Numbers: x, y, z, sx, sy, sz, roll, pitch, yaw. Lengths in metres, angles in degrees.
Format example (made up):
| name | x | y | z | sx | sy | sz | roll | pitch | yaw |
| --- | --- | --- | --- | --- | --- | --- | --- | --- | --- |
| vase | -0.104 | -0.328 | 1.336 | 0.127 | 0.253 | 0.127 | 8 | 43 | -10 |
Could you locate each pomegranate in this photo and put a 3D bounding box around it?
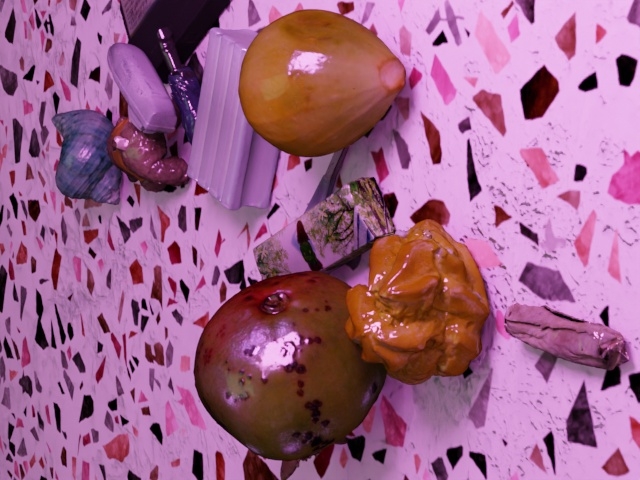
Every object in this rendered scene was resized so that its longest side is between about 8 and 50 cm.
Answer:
| name | x | y | z | sx | sy | sz | roll | pitch | yaw |
| --- | --- | --- | --- | --- | --- | --- | --- | --- | --- |
| pomegranate | -0.034 | 0.214 | 1.773 | 0.290 | 0.290 | 0.324 | 7 | 111 | 55 |

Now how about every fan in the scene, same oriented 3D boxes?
| name | x | y | z | sx | sy | sz | roll | pitch | yaw |
| --- | --- | --- | --- | --- | --- | --- | --- | --- | --- |
| fan | 0.001 | -0.055 | 1.903 | 0.057 | 0.023 | 0.282 | 58 | 139 | 35 |

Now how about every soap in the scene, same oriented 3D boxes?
| name | x | y | z | sx | sy | sz | roll | pitch | yaw |
| --- | --- | --- | --- | --- | --- | --- | --- | --- | --- |
| soap | -0.132 | -0.201 | 2.017 | 0.160 | 0.087 | 0.266 | 38 | 124 | 47 |

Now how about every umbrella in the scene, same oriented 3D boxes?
| name | x | y | z | sx | sy | sz | roll | pitch | yaw |
| --- | --- | --- | --- | --- | --- | --- | --- | --- | --- |
| umbrella | -0.229 | -0.256 | 2.151 | 0.071 | 0.071 | 0.248 | -30 | 80 | 53 |

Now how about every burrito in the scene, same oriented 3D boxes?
| name | x | y | z | sx | sy | sz | roll | pitch | yaw |
| --- | --- | --- | --- | --- | --- | --- | --- | --- | --- |
| burrito | 0.295 | 0.113 | 1.476 | 0.188 | 0.045 | 0.058 | 19 | 135 | 51 |

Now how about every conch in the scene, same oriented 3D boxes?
| name | x | y | z | sx | sy | sz | roll | pitch | yaw |
| --- | --- | --- | --- | --- | --- | --- | --- | --- | --- |
| conch | -0.467 | -0.166 | 2.478 | 0.196 | 0.134 | 0.202 | -48 | -49 | -82 |

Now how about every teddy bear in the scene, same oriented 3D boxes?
| name | x | y | z | sx | sy | sz | roll | pitch | yaw |
| --- | --- | --- | --- | --- | --- | --- | --- | --- | --- |
| teddy bear | -0.335 | -0.175 | 2.285 | 0.190 | 0.140 | 0.177 | -5 | 93 | 64 |

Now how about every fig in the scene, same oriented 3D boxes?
| name | x | y | z | sx | sy | sz | roll | pitch | yaw |
| --- | --- | --- | --- | --- | --- | --- | --- | --- | --- |
| fig | 0.002 | -0.231 | 1.729 | 0.230 | 0.207 | 0.207 | -34 | 65 | 26 |

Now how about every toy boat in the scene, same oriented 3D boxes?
| name | x | y | z | sx | sy | sz | roll | pitch | yaw |
| --- | --- | --- | --- | --- | --- | --- | --- | --- | --- |
| toy boat | -0.329 | -0.275 | 2.196 | 0.085 | 0.078 | 0.260 | -61 | 43 | 30 |

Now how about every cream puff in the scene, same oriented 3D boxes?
| name | x | y | z | sx | sy | sz | roll | pitch | yaw |
| --- | --- | --- | --- | --- | --- | --- | --- | --- | --- |
| cream puff | 0.120 | 0.095 | 1.616 | 0.194 | 0.194 | 0.221 | 38 | 127 | 47 |

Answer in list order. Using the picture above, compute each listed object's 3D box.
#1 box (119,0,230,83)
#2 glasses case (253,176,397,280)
| name | x | y | z | sx | sy | sz | roll | pitch | yaw |
| --- | --- | --- | --- | --- | --- | --- | --- | --- | --- |
| box | -0.257 | -0.451 | 2.197 | 0.350 | 0.058 | 0.211 | -41 | 60 | 50 |
| glasses case | 0.000 | 0.000 | 1.854 | 0.272 | 0.062 | 0.095 | -34 | 74 | 50 |
